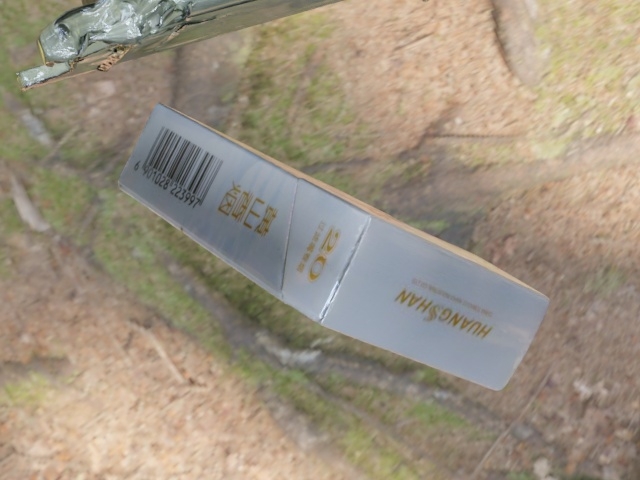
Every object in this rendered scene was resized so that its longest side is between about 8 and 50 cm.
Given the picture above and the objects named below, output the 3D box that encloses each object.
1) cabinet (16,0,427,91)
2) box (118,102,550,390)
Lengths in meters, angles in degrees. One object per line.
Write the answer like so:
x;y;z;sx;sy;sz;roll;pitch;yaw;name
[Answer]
-0.067;-0.269;0.800;0.227;0.318;0.289;180;73;-72;cabinet
0.000;0.000;0.763;0.233;0.149;0.067;30;97;50;box
